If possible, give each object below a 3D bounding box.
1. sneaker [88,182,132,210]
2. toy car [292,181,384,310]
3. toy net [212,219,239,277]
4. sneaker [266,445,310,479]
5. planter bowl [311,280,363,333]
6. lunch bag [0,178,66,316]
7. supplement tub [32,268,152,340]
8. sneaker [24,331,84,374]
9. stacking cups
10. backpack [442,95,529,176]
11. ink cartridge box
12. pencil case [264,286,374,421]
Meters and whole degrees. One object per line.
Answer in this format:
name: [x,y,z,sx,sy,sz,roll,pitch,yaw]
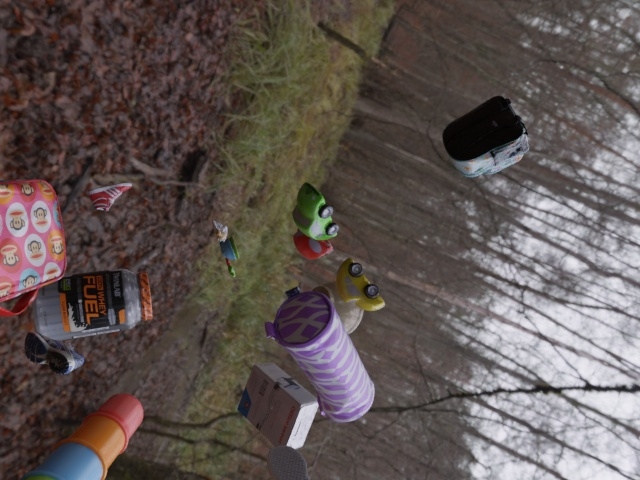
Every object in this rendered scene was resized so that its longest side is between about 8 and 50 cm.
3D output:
sneaker: [-0.588,-0.123,1.404,0.118,0.067,0.042,-20,180,-28]
toy car: [0.000,0.000,0.794,0.053,0.239,0.225,-36,141,-11]
toy net: [-0.282,0.011,1.497,0.232,0.045,0.122,-125,-163,-56]
sneaker: [-0.035,0.323,0.618,0.134,0.050,0.070,32,-63,58]
planter bowl: [0.030,0.188,1.430,0.162,0.109,0.162,-20,-118,43]
lunch bag: [-0.608,0.015,0.941,0.293,0.120,0.259,-49,130,-82]
supplement tub: [-0.685,0.190,1.505,0.193,0.315,0.194,173,-90,-67]
sneaker: [-0.519,0.219,0.966,0.052,0.135,0.058,-67,160,6]
stacking cups: [-0.320,0.307,0.629,0.316,0.095,0.096,-56,171,-71]
backpack: [0.417,-0.254,1.274,0.144,0.188,0.166,48,22,-55]
ink cartridge box: [-0.111,0.427,1.279,0.082,0.190,0.140,9,106,-52]
pencil case: [0.006,0.157,0.642,0.088,0.206,0.086,-28,-143,-2]
